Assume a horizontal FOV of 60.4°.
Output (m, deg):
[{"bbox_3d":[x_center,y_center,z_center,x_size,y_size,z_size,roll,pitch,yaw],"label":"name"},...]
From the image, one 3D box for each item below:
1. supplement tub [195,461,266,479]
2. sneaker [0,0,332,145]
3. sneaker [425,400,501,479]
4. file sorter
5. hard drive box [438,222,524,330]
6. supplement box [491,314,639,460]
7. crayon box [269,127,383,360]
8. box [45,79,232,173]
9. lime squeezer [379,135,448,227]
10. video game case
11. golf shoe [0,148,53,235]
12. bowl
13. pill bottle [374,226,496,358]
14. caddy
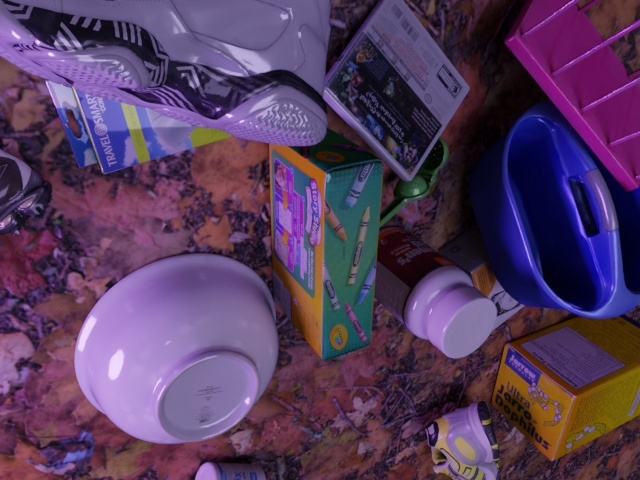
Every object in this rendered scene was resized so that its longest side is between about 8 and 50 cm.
[{"bbox_3d":[-0.156,0.421,0.950,0.107,0.071,0.071,20,104,-38],"label":"supplement tub"},{"bbox_3d":[-0.136,-0.231,0.528,0.365,0.137,0.211,11,90,-35],"label":"sneaker"},{"bbox_3d":[0.334,0.496,1.277,0.147,0.145,0.385,-12,130,11],"label":"sneaker"},{"bbox_3d":[0.437,-0.260,0.748,0.290,0.182,0.202,43,55,-15],"label":"file sorter"},{"bbox_3d":[0.355,0.035,1.036,0.232,0.089,0.181,-35,129,-11],"label":"hard drive box"},{"bbox_3d":[0.611,0.319,1.284,0.356,0.194,0.195,-13,121,-25],"label":"supplement box"},{"bbox_3d":[0.000,0.000,0.748,0.081,0.165,0.279,-14,122,-25],"label":"crayon box"},{"bbox_3d":[-0.198,-0.149,0.624,0.178,0.042,0.109,-22,125,-21],"label":"box"},{"bbox_3d":[0.141,-0.110,0.819,0.311,0.058,0.110,-64,153,-6],"label":"lime squeezer"},{"bbox_3d":[0.106,-0.206,0.750,0.190,0.022,0.173,40,78,-31],"label":"video game case"},{"bbox_3d":[-0.383,-0.017,0.572,0.198,0.077,0.094,-44,119,-12],"label":"golf shoe"},{"bbox_3d":[-0.174,0.177,0.763,0.297,0.134,0.298,-14,122,-24],"label":"bowl"},{"bbox_3d":[0.157,0.075,0.850,0.121,0.221,0.121,-15,123,-25],"label":"pill bottle"},{"bbox_3d":[0.389,-0.047,0.864,0.241,0.179,0.342,-16,86,-14],"label":"caddy"}]
